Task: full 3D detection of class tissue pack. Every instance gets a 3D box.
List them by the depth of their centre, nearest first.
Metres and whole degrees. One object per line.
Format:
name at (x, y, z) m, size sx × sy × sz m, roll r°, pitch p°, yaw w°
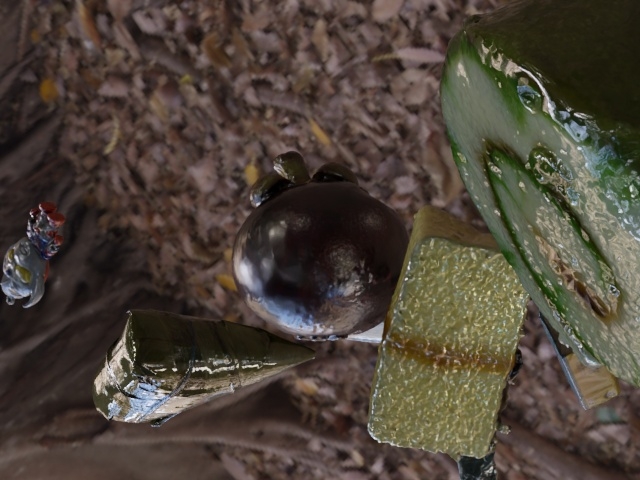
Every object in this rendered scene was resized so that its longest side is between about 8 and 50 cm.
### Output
tissue pack at (0.450, 0.193, 1.754) m, size 0.169 × 0.082 × 0.120 m, roll 58°, pitch -169°, yaw -40°

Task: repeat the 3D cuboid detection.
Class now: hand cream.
hand cream at (0.290, 0.412, 1.880) m, size 0.075 × 0.052 × 0.247 m, roll -8°, pitch 96°, yaw 15°

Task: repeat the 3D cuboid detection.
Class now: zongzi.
zongzi at (-0.175, 0.192, 1.462) m, size 0.251 × 0.274 × 0.125 m, roll -44°, pitch 47°, yaw 54°

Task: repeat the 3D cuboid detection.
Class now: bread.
bread at (0.229, -0.020, 0.803) m, size 0.366 × 0.129 × 0.382 m, roll 55°, pitch 174°, yaw 41°
bread at (0.124, 0.103, 1.124) m, size 0.178 × 0.142 × 0.266 m, roll 37°, pitch 122°, yaw 49°

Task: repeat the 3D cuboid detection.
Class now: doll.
doll at (-0.450, 0.028, 1.582) m, size 0.104 × 0.062 × 0.194 m, roll 39°, pitch 117°, yaw 11°

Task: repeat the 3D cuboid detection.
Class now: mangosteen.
mangosteen at (0.008, 0.017, 1.612) m, size 0.297 × 0.293 × 0.297 m, roll 20°, pitch 172°, yaw 3°

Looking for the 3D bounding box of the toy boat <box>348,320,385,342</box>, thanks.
toy boat at (0.115, 0.150, 2.025) m, size 0.208 × 0.078 × 0.134 m, roll -1°, pitch 152°, yaw 16°
